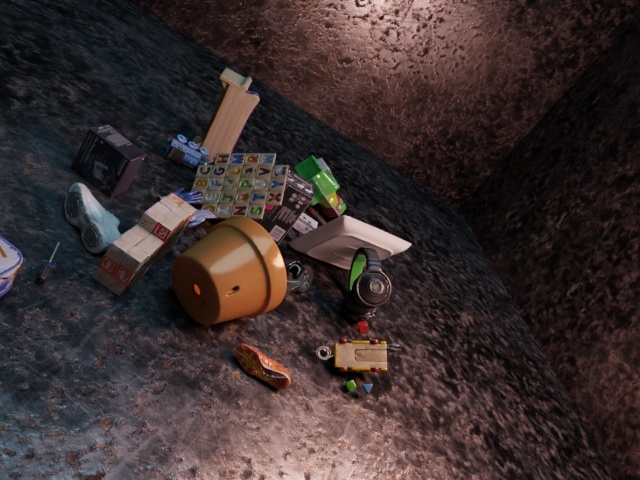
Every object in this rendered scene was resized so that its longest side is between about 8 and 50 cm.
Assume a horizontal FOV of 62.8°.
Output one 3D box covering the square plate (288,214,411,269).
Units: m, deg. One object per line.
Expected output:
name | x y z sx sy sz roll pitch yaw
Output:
square plate | 0.108 0.029 2.016 0.347 0.344 0.049 21 61 -33

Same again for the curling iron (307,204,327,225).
curling iron | -0.021 -0.129 2.406 0.274 0.035 0.068 48 26 21

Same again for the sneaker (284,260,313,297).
sneaker | -0.080 0.124 1.816 0.101 0.106 0.267 42 24 10

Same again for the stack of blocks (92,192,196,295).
stack of blocks | -0.467 0.001 1.421 0.087 0.171 0.297 36 25 -5

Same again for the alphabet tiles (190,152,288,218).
alphabet tiles | -0.290 -0.198 1.854 0.343 0.011 0.285 2 60 12

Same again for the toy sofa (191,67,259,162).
toy sofa | -0.389 -0.503 2.162 0.177 0.362 0.150 25 27 -13

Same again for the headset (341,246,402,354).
headset | 0.186 0.211 1.874 0.185 0.243 0.394 7 53 -12

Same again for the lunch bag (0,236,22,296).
lunch bag | -0.752 0.063 1.006 0.243 0.115 0.303 38 24 -6

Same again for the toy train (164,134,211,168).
toy train | -0.516 -0.336 2.049 0.184 0.080 0.105 28 36 -26

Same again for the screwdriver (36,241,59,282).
screwdriver | -0.653 0.046 1.270 0.024 0.025 0.170 27 28 -24

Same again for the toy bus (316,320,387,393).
toy bus | 0.112 0.369 1.654 0.202 0.191 0.104 45 -18 12

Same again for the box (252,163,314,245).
box | -0.155 -0.135 1.982 0.163 0.247 0.142 32 25 -16

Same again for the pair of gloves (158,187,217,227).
pair of gloves | -0.452 -0.113 1.769 0.159 0.023 0.198 -13 48 -38

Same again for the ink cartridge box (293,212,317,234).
ink cartridge box | -0.110 -0.098 2.221 0.207 0.046 0.097 33 24 -11

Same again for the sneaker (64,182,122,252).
sneaker | -0.617 -0.060 1.444 0.232 0.090 0.115 57 23 18

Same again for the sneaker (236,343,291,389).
sneaker | -0.157 0.339 1.417 0.175 0.064 0.067 40 4 -8

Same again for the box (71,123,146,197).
box | -0.650 -0.245 1.611 0.158 0.156 0.093 38 25 -2

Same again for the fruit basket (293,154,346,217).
fruit basket | 0.034 -0.216 2.424 0.353 0.165 0.327 46 9 -34

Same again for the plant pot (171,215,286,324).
plant pot | -0.265 0.098 1.435 0.291 0.291 0.203 46 42 17
